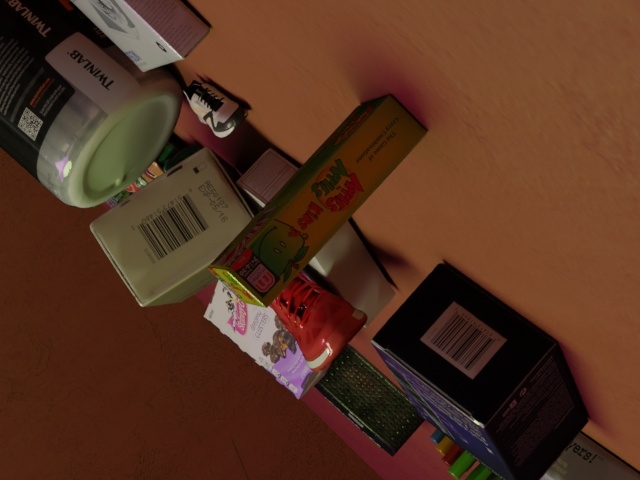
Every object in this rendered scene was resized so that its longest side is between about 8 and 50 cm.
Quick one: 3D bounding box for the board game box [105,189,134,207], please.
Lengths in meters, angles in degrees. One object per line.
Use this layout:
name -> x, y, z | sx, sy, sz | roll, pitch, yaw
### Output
board game box -> -0.372, -0.118, 2.303 | 0.201, 0.035, 0.136 | 38, 170, 14

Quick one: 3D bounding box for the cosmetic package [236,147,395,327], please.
cosmetic package -> 0.000, 0.000, 1.633 | 0.099, 0.060, 0.239 | 39, 171, 35

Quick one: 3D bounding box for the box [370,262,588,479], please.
box -> 0.161, 0.140, 1.450 | 0.153, 0.108, 0.207 | 36, 168, 33

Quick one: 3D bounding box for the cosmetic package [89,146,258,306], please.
cosmetic package -> -0.150, -0.011, 1.707 | 0.113, 0.160, 0.309 | 57, -178, 3

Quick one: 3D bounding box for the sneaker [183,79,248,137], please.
sneaker -> -0.113, -0.139, 1.538 | 0.044, 0.040, 0.109 | 50, 168, -30

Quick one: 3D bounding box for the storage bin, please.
storage bin -> 0.081, 0.267, 2.444 | 0.180, 0.084, 0.122 | 42, 171, 8

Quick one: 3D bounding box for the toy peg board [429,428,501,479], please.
toy peg board -> 0.225, 0.328, 2.131 | 0.161, 0.079, 0.160 | 47, 170, -21

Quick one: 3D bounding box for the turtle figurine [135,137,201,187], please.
turtle figurine -> -0.232, -0.096, 2.006 | 0.175, 0.118, 0.234 | 29, 157, -6

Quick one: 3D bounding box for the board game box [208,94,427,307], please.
board game box -> -0.004, -0.030, 1.134 | 0.043, 0.181, 0.092 | 44, 171, -10

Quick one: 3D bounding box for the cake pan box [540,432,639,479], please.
cake pan box -> 0.319, 0.301, 1.652 | 0.267, 0.070, 0.246 | 34, 165, 43

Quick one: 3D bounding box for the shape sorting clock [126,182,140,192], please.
shape sorting clock -> -0.298, -0.134, 2.122 | 0.206, 0.040, 0.206 | 16, 152, 8

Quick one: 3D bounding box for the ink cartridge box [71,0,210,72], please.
ink cartridge box -> -0.219, -0.259, 1.421 | 0.224, 0.045, 0.223 | 45, 171, -13

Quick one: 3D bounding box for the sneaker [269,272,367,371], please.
sneaker -> -0.031, 0.068, 1.613 | 0.128, 0.087, 0.221 | 43, 171, -9

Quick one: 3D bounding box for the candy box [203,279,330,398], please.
candy box -> -0.062, 0.109, 2.148 | 0.196, 0.070, 0.165 | 40, 139, 14

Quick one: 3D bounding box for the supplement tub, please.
supplement tub -> -0.329, -0.201, 1.687 | 0.316, 0.193, 0.193 | 40, 170, 14
